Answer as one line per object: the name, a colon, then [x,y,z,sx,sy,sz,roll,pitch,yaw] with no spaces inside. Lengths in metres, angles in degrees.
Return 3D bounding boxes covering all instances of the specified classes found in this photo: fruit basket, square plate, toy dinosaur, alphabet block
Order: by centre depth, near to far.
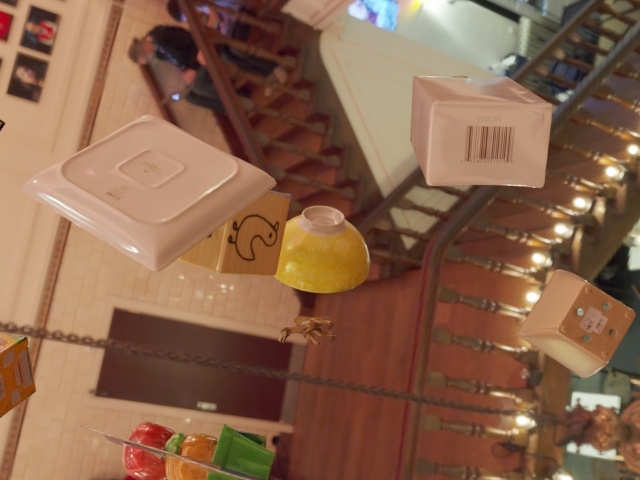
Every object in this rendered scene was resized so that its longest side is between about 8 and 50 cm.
square plate: [-0.317,-0.118,1.377,0.344,0.347,0.049,-42,-29,-42]
fruit basket: [-0.261,0.403,1.379,0.327,0.353,0.165,103,-171,-69]
toy dinosaur: [-0.010,0.183,1.585,0.093,0.183,0.053,23,114,33]
alphabet block: [-0.210,-0.035,1.679,0.193,0.192,0.197,15,96,41]

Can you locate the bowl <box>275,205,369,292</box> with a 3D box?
bowl: [0.000,0.000,1.969,0.289,0.290,0.156,-115,28,-55]

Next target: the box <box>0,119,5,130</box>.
box: [-0.737,-0.184,1.511,0.220,0.051,0.175,13,71,58]

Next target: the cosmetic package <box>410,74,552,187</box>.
cosmetic package: [0.297,-0.227,1.430,0.385,0.217,0.156,-79,-10,-71]

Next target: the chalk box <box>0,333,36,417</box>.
chalk box: [-0.716,0.269,1.485,0.132,0.213,0.132,-44,-44,-64]

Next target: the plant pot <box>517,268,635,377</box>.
plant pot: [0.337,0.106,0.931,0.109,0.109,0.096,-57,-4,-5]
